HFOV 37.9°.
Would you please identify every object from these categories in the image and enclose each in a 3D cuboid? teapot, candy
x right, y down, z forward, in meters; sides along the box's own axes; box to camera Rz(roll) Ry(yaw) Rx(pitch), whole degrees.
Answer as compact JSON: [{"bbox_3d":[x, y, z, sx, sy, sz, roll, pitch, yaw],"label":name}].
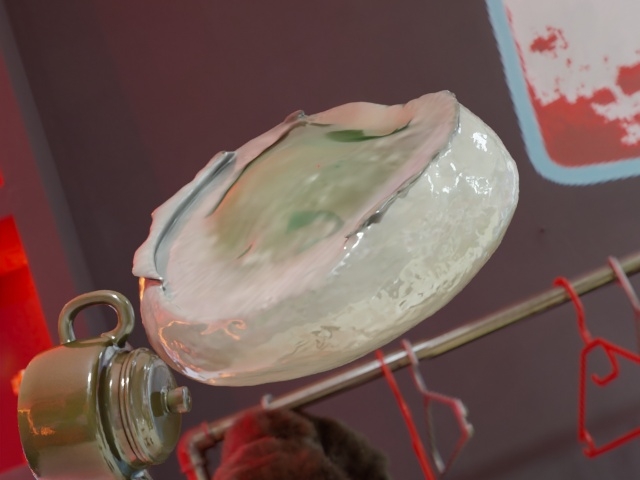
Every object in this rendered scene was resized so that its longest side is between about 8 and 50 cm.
[{"bbox_3d":[-0.242,0.191,1.119,0.176,0.267,0.185,-11,-4,9],"label":"teapot"},{"bbox_3d":[0.000,0.000,0.992,0.386,0.186,0.427,7,38,43],"label":"candy"}]
